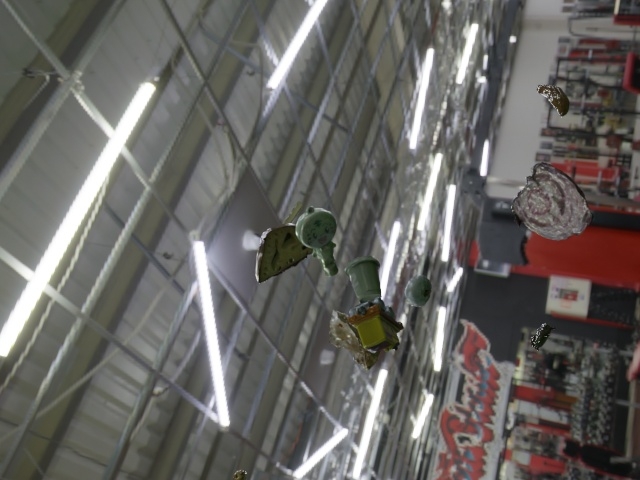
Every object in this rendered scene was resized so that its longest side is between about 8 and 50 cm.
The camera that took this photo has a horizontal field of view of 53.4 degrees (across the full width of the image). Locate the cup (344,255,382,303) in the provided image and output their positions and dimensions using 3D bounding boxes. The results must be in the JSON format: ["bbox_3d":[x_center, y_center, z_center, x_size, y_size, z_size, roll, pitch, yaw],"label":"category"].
[{"bbox_3d":[0.149,0.133,2.089,0.120,0.120,0.141,55,-162,-62],"label":"cup"}]

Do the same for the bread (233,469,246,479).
[{"bbox_3d":[-0.214,0.657,1.696,0.049,0.034,0.087,-12,-80,-77],"label":"bread"}]

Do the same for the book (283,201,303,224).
[{"bbox_3d":[-0.163,-0.017,2.527,0.264,0.027,0.202,-58,2,-20],"label":"book"}]

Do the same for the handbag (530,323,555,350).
[{"bbox_3d":[0.840,0.366,2.424,0.111,0.047,0.072,-52,-4,-10],"label":"handbag"}]

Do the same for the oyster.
[{"bbox_3d":[0.122,0.344,2.233,0.107,0.233,0.161,-32,-25,-26],"label":"oyster"}]

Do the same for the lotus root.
[{"bbox_3d":[-0.132,0.026,2.264,0.074,0.261,0.170,-137,24,-70],"label":"lotus root"}]

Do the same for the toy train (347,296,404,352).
[{"bbox_3d":[0.145,0.222,1.597,0.219,0.089,0.127,40,-152,-55],"label":"toy train"}]

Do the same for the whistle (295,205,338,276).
[{"bbox_3d":[0.000,0.000,1.937,0.126,0.067,0.258,-27,-57,-11],"label":"whistle"}]

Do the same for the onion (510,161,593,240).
[{"bbox_3d":[0.870,-0.142,2.343,0.146,0.280,0.314,-37,-20,-33],"label":"onion"}]

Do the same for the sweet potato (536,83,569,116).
[{"bbox_3d":[0.710,-0.443,1.940,0.054,0.053,0.182,44,-161,-35],"label":"sweet potato"}]

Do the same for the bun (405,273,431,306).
[{"bbox_3d":[0.415,0.210,2.638,0.141,0.083,0.140,-12,-75,-49],"label":"bun"}]
